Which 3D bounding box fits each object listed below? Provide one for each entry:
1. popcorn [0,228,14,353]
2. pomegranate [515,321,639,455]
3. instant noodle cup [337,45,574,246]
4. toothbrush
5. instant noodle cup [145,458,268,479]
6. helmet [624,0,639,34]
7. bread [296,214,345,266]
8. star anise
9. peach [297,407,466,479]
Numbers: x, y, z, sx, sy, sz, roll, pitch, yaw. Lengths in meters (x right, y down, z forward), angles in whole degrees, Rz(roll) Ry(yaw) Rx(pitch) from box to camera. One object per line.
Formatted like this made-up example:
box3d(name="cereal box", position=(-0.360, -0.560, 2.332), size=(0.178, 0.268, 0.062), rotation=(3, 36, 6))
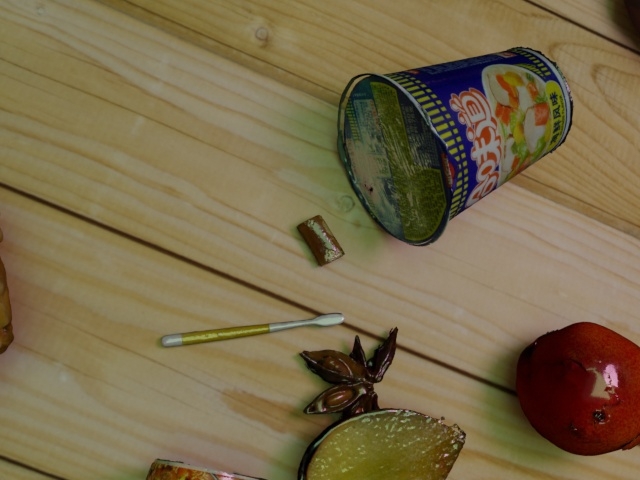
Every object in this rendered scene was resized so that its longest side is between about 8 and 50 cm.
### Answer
box3d(name="popcorn", position=(-0.574, 0.059, 0.748), size=(0.353, 0.344, 0.390), rotation=(30, 105, 7))
box3d(name="pomegranate", position=(0.420, 0.228, 0.974), size=(0.235, 0.210, 0.210), rotation=(-5, 76, -45))
box3d(name="instant noodle cup", position=(0.229, -0.177, 1.007), size=(0.312, 0.284, 0.284), rotation=(-25, 83, -23))
box3d(name="toothbrush", position=(-0.104, 0.141, 0.983), size=(0.288, 0.024, 0.021), rotation=(-6, 76, -10))
box3d(name="instant noodle cup", position=(-0.166, 0.391, 0.826), size=(0.213, 0.213, 0.174), rotation=(14, 67, -8))
box3d(name="helmet", position=(0.726, -0.455, 1.190), size=(0.338, 0.197, 0.271), rotation=(47, 66, -4))
box3d(name="bread", position=(0.000, 0.000, 1.026), size=(0.047, 0.036, 0.083), rotation=(-31, 86, -8))
box3d(name="star anise", position=(0.039, 0.224, 0.972), size=(0.156, 0.053, 0.213), rotation=(14, 79, -12))
box3d(name="peach", position=(0.083, 0.336, 0.933), size=(0.279, 0.068, 0.189), rotation=(-19, 99, -9))
